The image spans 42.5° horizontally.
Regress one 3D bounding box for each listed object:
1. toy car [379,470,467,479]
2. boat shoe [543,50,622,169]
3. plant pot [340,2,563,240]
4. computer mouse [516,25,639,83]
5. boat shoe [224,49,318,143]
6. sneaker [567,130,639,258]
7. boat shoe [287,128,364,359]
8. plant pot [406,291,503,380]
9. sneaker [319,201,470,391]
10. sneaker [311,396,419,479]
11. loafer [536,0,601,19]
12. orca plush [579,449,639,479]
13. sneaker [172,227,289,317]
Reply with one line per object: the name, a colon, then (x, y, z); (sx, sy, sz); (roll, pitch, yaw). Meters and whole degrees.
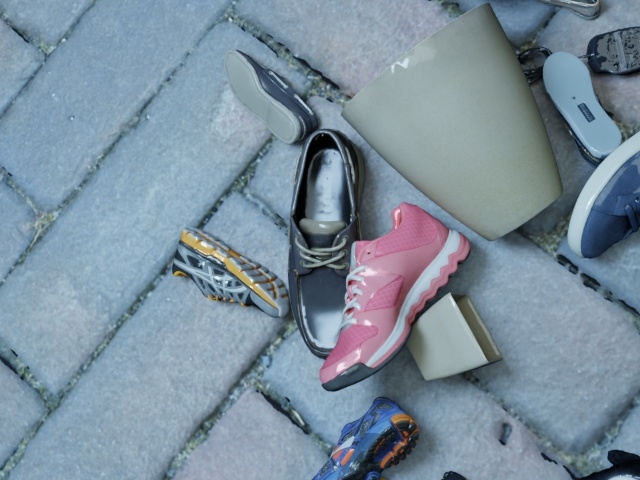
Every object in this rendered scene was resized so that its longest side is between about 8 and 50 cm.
toy car: (0.148, 0.355, 1.183); (0.122, 0.060, 0.040); (5, 124, 30)
boat shoe: (0.379, -0.185, 1.205); (0.065, 0.083, 0.183); (-24, 67, 8)
plant pot: (0.211, -0.145, 1.166); (0.257, 0.256, 0.274); (-36, 89, 4)
computer mouse: (0.393, -0.270, 1.243); (0.242, 0.041, 0.071); (-7, 81, 18)
boat shoe: (-0.082, -0.238, 1.342); (0.065, 0.075, 0.206); (-23, 62, -37)
sneaker: (0.495, -0.087, 1.114); (0.350, 0.131, 0.148); (-46, 53, 2)
boat shoe: (0.000, 0.000, 1.227); (0.133, 0.130, 0.355); (-6, 78, 12)
plant pot: (0.183, 0.145, 1.174); (0.096, 0.109, 0.109); (-32, 74, 17)
sneaker: (0.075, 0.073, 1.157); (0.136, 0.116, 0.314); (43, 63, -4)
sneaker: (0.051, 0.315, 1.188); (0.221, 0.083, 0.087); (-46, 30, 13)
loafer: (0.372, -0.381, 1.262); (0.125, 0.039, 0.045); (29, 86, 17)
orca plush: (0.404, 0.338, 1.110); (0.287, 0.102, 0.151); (-28, 119, 17)
sneaker: (-0.141, 0.063, 1.281); (0.215, 0.084, 0.083); (33, 101, 20)
